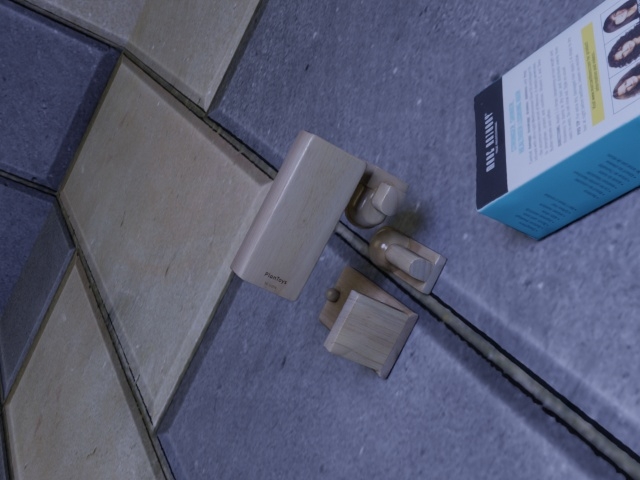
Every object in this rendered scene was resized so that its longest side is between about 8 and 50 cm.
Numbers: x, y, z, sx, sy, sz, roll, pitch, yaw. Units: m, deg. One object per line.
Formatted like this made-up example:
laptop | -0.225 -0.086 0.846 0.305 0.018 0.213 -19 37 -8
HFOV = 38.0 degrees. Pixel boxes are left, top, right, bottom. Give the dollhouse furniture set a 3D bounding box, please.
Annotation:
dollhouse furniture set | 0.000 0.000 0.739 0.144 0.151 0.123 -63 28 4

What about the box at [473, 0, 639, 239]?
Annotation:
box | 0.197 -0.098 0.558 0.244 0.060 0.100 -35 41 46
